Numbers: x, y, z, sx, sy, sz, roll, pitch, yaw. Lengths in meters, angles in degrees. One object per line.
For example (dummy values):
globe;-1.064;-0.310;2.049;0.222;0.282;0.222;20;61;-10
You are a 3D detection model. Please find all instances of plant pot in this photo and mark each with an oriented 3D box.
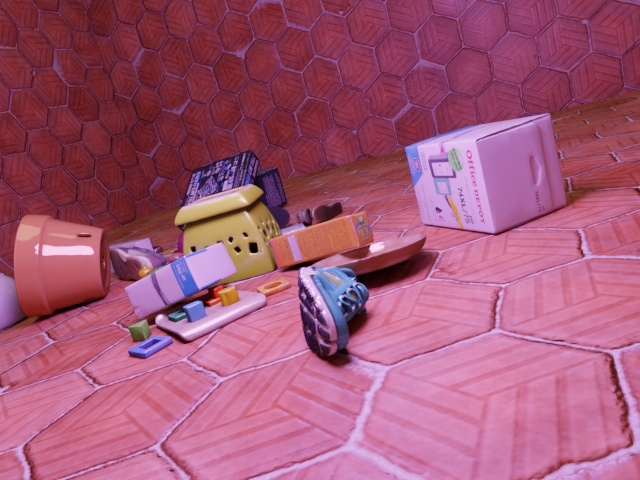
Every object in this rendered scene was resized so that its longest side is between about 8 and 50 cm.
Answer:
plant pot;0.096;0.034;1.029;0.236;0.032;0.236;-16;2;1
plant pot;-0.726;0.066;1.515;0.203;0.291;0.291;-3;9;-14
plant pot;-0.232;-0.020;1.356;0.227;0.207;0.228;-15;11;8

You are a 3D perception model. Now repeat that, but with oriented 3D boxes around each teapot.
teapot;-0.999;0.172;1.551;0.256;0.187;0.252;-12;13;15

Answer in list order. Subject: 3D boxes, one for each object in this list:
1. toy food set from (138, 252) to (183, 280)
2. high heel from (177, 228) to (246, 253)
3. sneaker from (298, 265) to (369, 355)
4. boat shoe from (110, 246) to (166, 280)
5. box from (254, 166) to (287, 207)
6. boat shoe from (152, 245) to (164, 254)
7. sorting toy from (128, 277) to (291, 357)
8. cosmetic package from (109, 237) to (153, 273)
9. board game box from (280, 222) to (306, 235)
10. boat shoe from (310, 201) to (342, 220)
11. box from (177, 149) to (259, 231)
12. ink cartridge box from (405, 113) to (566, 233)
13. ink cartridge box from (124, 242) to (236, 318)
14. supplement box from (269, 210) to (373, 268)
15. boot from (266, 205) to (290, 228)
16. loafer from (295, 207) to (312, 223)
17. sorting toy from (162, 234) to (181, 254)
toy food set;-0.431;0.074;1.512;0.217;0.071;0.128;-16;12;0
high heel;-0.279;0.022;1.607;0.377;0.181;0.127;12;-6;35
sneaker;0.021;0.088;0.809;0.109;0.107;0.275;-7;13;-1
boat shoe;-0.588;0.070;1.687;0.092;0.103;0.285;-20;15;-40
box;-0.351;-0.176;2.246;0.296;0.183;0.294;-9;14;28
boat shoe;-0.697;0.045;1.989;0.206;0.073;0.073;-13;12;10
sorting toy;-0.226;0.129;1.058;0.347;0.047;0.196;-23;14;-30
cosmetic package;-0.683;0.057;1.856;0.239;0.099;0.060;-7;13;35
board game box;-0.092;-0.027;1.634;0.090;0.020;0.090;-17;12;-5
boat shoe;0.013;-0.090;1.715;0.049;0.056;0.152;-13;2;39
box;-0.391;-0.188;2.009;0.293;0.073;0.296;-15;48;25
ink cartridge box;0.356;-0.146;1.163;0.197;0.198;0.270;-20;12;-18
ink cartridge box;-0.302;0.088;1.141;0.190;0.082;0.139;-24;1;26
supplement box;0.000;0.000;1.189;0.233;0.080;0.078;-18;1;36
boot;-0.254;-0.046;1.863;0.264;0.096;0.280;-26;6;-13
loafer;-0.057;-0.076;1.738;0.050;0.056;0.148;-16;2;4
sorting toy;-0.490;-0.015;2.040;0.132;0.046;0.274;-6;16;40
